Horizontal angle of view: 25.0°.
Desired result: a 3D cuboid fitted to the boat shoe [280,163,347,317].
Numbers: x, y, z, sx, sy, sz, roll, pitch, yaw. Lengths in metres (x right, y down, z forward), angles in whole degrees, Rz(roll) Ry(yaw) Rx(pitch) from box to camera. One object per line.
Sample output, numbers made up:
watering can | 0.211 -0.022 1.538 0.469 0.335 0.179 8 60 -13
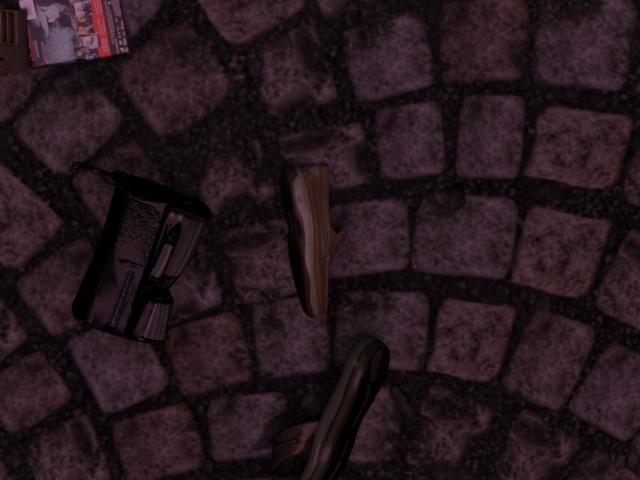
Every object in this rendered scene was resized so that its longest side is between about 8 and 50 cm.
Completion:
boat shoe | 0.000 0.000 1.776 0.072 0.068 0.190 -10 105 -16

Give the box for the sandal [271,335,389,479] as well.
sandal | -0.008 0.248 1.823 0.086 0.120 0.303 28 98 16

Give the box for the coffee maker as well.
coffee maker | -0.236 0.016 1.736 0.171 0.120 0.178 24 100 12

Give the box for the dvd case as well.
dvd case | -0.291 -0.254 1.703 0.119 0.013 0.087 -11 105 -5

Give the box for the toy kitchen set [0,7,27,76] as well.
toy kitchen set | -0.395 -0.230 1.672 0.068 0.083 0.075 11 106 34
